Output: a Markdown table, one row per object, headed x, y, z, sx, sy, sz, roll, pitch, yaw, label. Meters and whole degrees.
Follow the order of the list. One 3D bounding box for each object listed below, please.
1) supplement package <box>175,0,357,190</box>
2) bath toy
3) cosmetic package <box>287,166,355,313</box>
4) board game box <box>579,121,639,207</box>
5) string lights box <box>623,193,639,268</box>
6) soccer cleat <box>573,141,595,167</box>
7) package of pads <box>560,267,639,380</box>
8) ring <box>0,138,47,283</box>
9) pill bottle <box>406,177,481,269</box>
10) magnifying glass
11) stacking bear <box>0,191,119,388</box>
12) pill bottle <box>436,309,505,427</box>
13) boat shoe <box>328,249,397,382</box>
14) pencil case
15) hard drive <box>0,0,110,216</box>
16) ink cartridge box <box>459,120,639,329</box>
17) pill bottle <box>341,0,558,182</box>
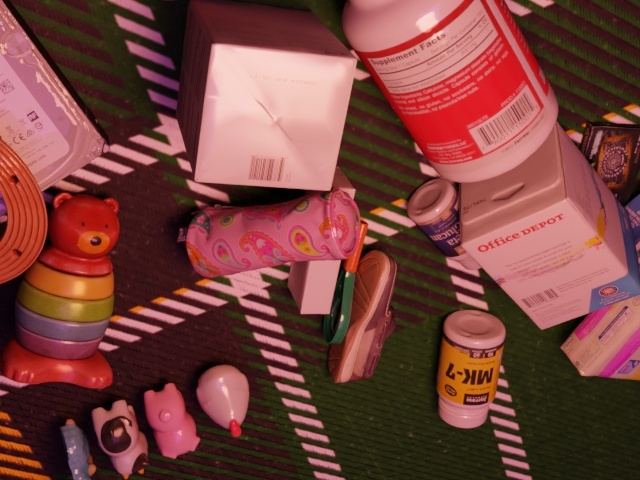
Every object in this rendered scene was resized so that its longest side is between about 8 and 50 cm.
| x | y | z | sx | sy | sz | roll | pitch | yaw | label |
| --- | --- | --- | --- | --- | --- | --- | --- | --- | --- |
| -0.091 | -0.219 | 1.333 | 0.199 | 0.263 | 0.198 | 3 | 117 | -17 | supplement package |
| -0.285 | 0.343 | 1.655 | 0.348 | 0.129 | 0.151 | -21 | 155 | -4 | bath toy |
| 0.000 | 0.000 | 1.572 | 0.060 | 0.099 | 0.239 | 3 | 117 | -17 | cosmetic package |
| 0.527 | -0.126 | 1.698 | 0.126 | 0.026 | 0.186 | 2 | 117 | -16 | board game box |
| 0.584 | 0.006 | 1.734 | 0.259 | 0.077 | 0.133 | -40 | 142 | 8 | string lights box |
| 0.409 | -0.158 | 1.626 | 0.178 | 0.060 | 0.072 | 29 | 101 | -22 | soccer cleat |
| 0.648 | 0.167 | 1.797 | 0.296 | 0.101 | 0.229 | 10 | 125 | -37 | package of pads |
| -0.568 | -0.064 | 1.354 | 0.336 | 0.032 | 0.337 | 3 | 129 | 3 | ring |
| 0.237 | -0.024 | 1.629 | 0.094 | 0.094 | 0.169 | -41 | 120 | 8 | pill bottle |
| 0.046 | 0.076 | 1.641 | 0.026 | 0.092 | 0.231 | 9 | 104 | -17 | magnifying glass |
| -0.398 | 0.067 | 1.461 | 0.175 | 0.164 | 0.289 | 9 | 103 | -30 | stacking bear |
| 0.287 | 0.250 | 1.774 | 0.119 | 0.119 | 0.209 | -5 | 118 | -14 | pill bottle |
| 0.091 | 0.142 | 1.676 | 0.092 | 0.103 | 0.285 | 4 | 120 | -24 | boat shoe |
| -0.080 | -0.012 | 1.468 | 0.284 | 0.124 | 0.124 | -8 | 125 | 25 | pencil case |
| -0.499 | -0.212 | 1.338 | 0.236 | 0.064 | 0.339 | -30 | 120 | 1 | hard drive |
| 0.392 | -0.021 | 1.574 | 0.198 | 0.197 | 0.270 | -25 | 128 | 31 | ink cartridge box |
| 0.178 | -0.302 | 1.387 | 0.229 | 0.229 | 0.408 | -36 | 120 | 4 | pill bottle |
